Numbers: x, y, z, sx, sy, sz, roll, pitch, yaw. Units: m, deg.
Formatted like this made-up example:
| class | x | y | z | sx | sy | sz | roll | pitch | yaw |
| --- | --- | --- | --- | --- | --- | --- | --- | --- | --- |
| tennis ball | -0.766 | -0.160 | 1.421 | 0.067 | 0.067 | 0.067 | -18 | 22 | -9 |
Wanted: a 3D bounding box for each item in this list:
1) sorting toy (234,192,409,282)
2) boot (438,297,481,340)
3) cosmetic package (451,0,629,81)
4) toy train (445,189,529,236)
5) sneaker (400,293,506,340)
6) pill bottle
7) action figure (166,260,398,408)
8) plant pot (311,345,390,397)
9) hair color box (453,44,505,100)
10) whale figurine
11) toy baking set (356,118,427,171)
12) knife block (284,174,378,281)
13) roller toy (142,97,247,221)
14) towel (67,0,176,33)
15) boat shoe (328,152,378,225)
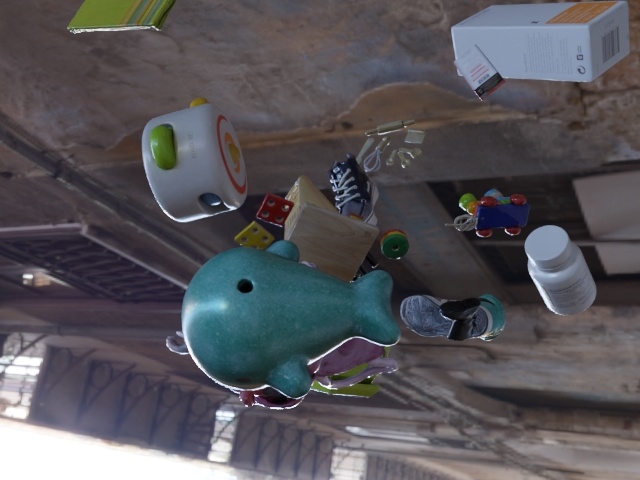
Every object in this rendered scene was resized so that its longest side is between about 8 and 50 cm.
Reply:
| class | x | y | z | sx | sy | sz | roll | pitch | yaw |
| --- | --- | --- | --- | --- | --- | --- | --- | --- | --- |
| sorting toy | 0.000 | 0.000 | 1.194 | 0.046 | 0.274 | 0.132 | -98 | 30 | -55 |
| boot | 0.309 | 0.184 | 1.644 | 0.121 | 0.045 | 0.099 | -9 | -54 | -33 |
| cosmetic package | 0.643 | -0.593 | 2.139 | 0.230 | 0.453 | 0.162 | -36 | -56 | -33 |
| toy train | 0.409 | -0.082 | 1.906 | 0.143 | 0.248 | 0.105 | -128 | 38 | -59 |
| sneaker | 0.371 | 0.198 | 1.920 | 0.178 | 0.295 | 0.124 | 5 | -90 | -41 |
| pill bottle | 0.578 | 0.071 | 1.752 | 0.229 | 0.131 | 0.131 | 51 | -135 | -41 |
| action figure | -0.053 | 0.191 | 1.139 | 0.276 | 0.248 | 0.370 | 61 | -162 | -6 |
| plant pot | 0.050 | 0.334 | 2.086 | 0.228 | 0.227 | 0.207 | 14 | -99 | -38 |
| hair color box | 0.382 | -0.407 | 1.744 | 0.043 | 0.072 | 0.141 | 38 | -157 | -38 |
| whale figurine | -0.037 | 0.083 | 0.895 | 0.141 | 0.271 | 0.216 | 88 | 178 | -59 |
| toy baking set | 0.206 | -0.297 | 2.259 | 0.030 | 0.256 | 0.197 | 66 | -159 | -48 |
| knife block | 0.032 | -0.011 | 1.819 | 0.242 | 0.088 | 0.276 | 18 | -134 | -22 |
| roller toy | -0.212 | -0.139 | 1.278 | 0.209 | 0.146 | 0.191 | -87 | -19 | -63 |
| towel | -0.349 | -0.412 | 1.285 | 0.021 | 0.237 | 0.102 | 51 | -124 | -48 |
| boat shoe | 0.073 | -0.119 | 1.992 | 0.158 | 0.127 | 0.340 | 56 | -161 | -19 |
